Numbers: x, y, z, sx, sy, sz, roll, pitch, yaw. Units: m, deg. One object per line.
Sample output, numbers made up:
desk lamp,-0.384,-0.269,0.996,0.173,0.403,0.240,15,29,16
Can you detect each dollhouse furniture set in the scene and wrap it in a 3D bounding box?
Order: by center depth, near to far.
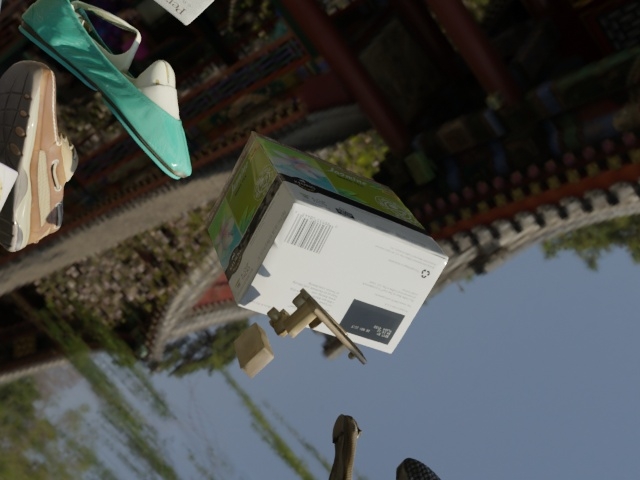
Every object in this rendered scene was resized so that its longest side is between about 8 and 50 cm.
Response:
dollhouse furniture set,-0.035,0.175,1.503,0.151,0.123,0.144,-43,-162,2

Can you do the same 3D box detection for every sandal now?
sandal,0.180,0.541,1.816,0.107,0.167,0.446,-44,177,12

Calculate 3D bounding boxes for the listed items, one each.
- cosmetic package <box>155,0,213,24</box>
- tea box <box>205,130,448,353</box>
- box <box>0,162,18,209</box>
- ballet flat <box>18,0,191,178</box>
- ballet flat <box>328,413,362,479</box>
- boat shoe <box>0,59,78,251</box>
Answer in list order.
cosmetic package,-0.130,-0.359,1.000,0.183,0.151,0.151,-25,-146,52
tea box,0.000,0.000,1.749,0.220,0.329,0.323,-61,-151,16
box,-0.251,-0.048,0.488,0.324,0.063,0.067,74,39,-82
ballet flat,-0.209,-0.177,1.005,0.087,0.247,0.083,-46,179,5
ballet flat,0.054,0.483,2.018,0.084,0.058,0.250,-52,-158,40
boat shoe,-0.446,-0.134,1.482,0.116,0.123,0.324,-16,137,-42
